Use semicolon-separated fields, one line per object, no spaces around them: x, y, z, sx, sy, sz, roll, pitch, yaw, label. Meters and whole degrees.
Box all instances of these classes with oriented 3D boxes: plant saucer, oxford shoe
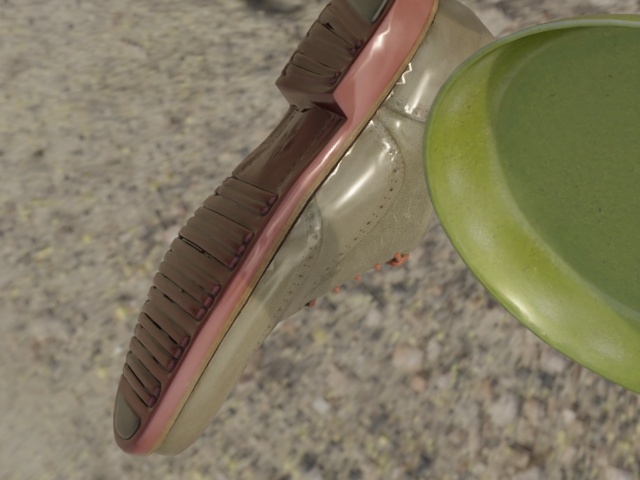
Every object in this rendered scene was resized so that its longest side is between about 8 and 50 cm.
0.160;-0.011;0.753;0.241;0.037;0.241;22;145;17;plant saucer
0.000;0.000;1.068;0.130;0.123;0.348;33;94;-26;oxford shoe
